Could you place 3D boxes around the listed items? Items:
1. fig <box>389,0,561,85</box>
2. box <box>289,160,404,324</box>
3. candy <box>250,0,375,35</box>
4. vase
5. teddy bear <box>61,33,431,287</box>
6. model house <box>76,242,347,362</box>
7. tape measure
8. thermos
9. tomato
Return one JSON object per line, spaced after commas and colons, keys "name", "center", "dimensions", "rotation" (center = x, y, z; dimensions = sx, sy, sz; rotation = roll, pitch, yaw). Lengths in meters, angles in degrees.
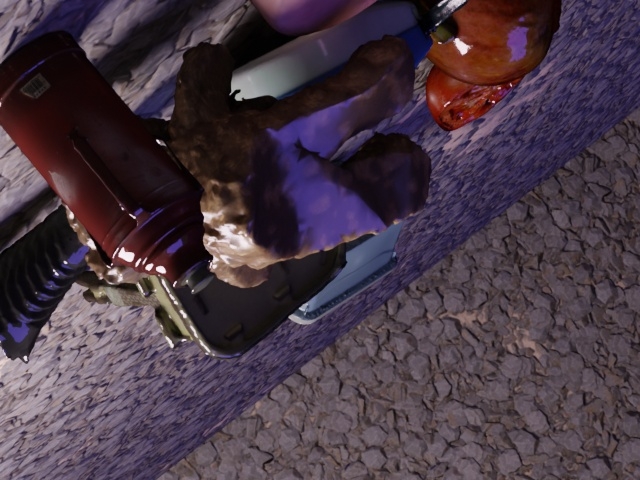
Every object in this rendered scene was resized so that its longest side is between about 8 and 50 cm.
{"name": "fig", "center": [0.161, -0.259, 1.774], "dimensions": [0.205, 0.205, 0.205], "rotation": [-39, 169, -9]}
{"name": "box", "center": [0.000, 0.000, 2.291], "dimensions": [0.227, 0.162, 0.130], "rotation": [-31, 155, -42]}
{"name": "candy", "center": [0.026, -0.279, 1.446], "dimensions": [0.255, 0.094, 0.255], "rotation": [-39, 169, -9]}
{"name": "vase", "center": [-0.245, -0.001, 1.633], "dimensions": [0.237, 0.115, 0.115], "rotation": [-46, 169, 0]}
{"name": "teddy bear", "center": [-0.071, -0.069, 1.518], "dimensions": [0.296, 0.222, 0.246], "rotation": [-33, 129, -30]}
{"name": "model house", "center": [-0.150, -0.004, 1.845], "dimensions": [0.218, 0.205, 0.279], "rotation": [-37, -160, -29]}
{"name": "tape measure", "center": [0.035, -0.174, 1.611], "dimensions": [0.215, 0.098, 0.351], "rotation": [-31, -175, -34]}
{"name": "thermos", "center": [-0.165, -0.052, 1.339], "dimensions": [0.099, 0.232, 0.124], "rotation": [-40, 168, -1]}
{"name": "tomato", "center": [0.210, -0.231, 2.263], "dimensions": [0.174, 0.082, 0.166], "rotation": [-38, 165, 7]}
